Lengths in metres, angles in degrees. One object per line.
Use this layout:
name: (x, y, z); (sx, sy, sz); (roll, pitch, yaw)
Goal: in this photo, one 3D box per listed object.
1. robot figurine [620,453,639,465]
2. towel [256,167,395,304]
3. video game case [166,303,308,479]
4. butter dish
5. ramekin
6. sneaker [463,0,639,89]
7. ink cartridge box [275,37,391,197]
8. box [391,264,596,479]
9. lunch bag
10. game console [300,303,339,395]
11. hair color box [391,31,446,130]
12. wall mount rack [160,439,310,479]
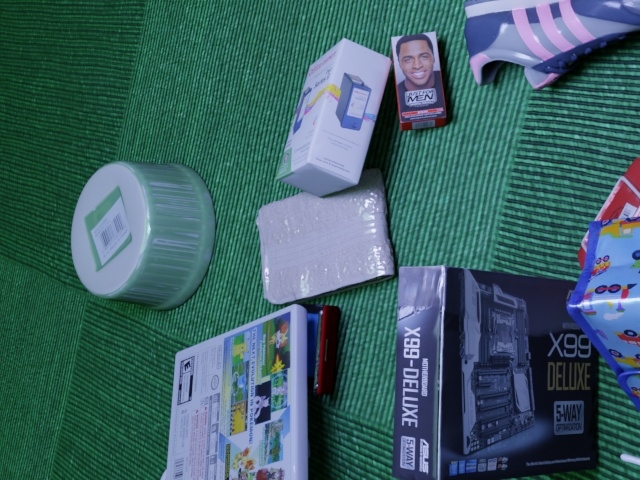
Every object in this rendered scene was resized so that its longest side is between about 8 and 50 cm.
robot figurine: (0.473, 0.267, 0.848); (0.354, 0.300, 0.199); (18, 67, 13)
towel: (0.000, 0.000, 1.490); (0.282, 0.049, 0.187); (-19, 72, 40)
video game case: (-0.139, 0.297, 1.458); (0.300, 0.036, 0.328); (-25, 52, 34)
butter dish: (0.402, 0.001, 1.077); (0.160, 0.118, 0.160); (-80, 15, -70)
ramekin: (-0.360, -0.015, 1.761); (0.304, 0.148, 0.303); (-7, 79, 42)
sneaker: (0.336, -0.269, 1.194); (0.319, 0.112, 0.131); (11, 108, 46)
ink cartridge box: (0.019, -0.189, 1.408); (0.154, 0.093, 0.212); (-14, 56, 68)
box: (0.221, 0.162, 1.085); (0.077, 0.308, 0.242); (-4, 81, 49)
lunch bag: (0.426, 0.113, 0.946); (0.221, 0.293, 0.138); (-6, 42, 38)
game console: (-0.019, 0.176, 1.462); (0.085, 0.124, 0.143); (2, 85, 17)
hair color box: (0.150, -0.244, 1.368); (0.072, 0.043, 0.141); (-7, 76, 5)
wall mount rack: (-0.122, 0.476, 1.492); (0.350, 0.131, 0.304); (-12, 72, 41)
